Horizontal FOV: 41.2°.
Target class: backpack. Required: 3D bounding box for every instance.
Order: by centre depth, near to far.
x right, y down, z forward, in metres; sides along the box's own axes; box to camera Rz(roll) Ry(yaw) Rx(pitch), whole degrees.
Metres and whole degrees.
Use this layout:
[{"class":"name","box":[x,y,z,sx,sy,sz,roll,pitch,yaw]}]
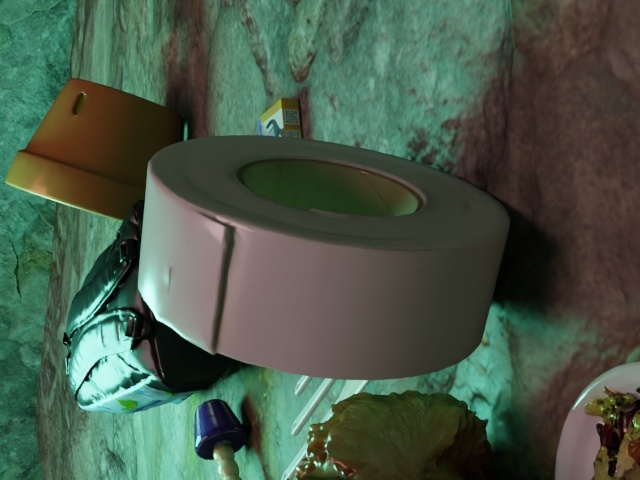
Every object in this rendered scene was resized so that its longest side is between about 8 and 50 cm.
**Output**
[{"class":"backpack","box":[-0.274,0.140,1.321,0.355,0.273,0.290,-31,63,36]}]

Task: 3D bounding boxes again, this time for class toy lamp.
[{"class":"toy lamp","box":[-0.115,0.341,1.160,0.275,0.080,0.080,65,145,36]}]

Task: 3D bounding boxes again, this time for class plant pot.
[{"class":"plant pot","box":[-0.365,-0.150,1.461,0.291,0.291,0.203,16,89,63]}]

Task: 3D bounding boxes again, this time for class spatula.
[{"class":"spatula","box":[0.019,0.128,0.847,0.168,0.019,0.242,-83,18,-50]}]

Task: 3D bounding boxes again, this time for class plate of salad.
[{"class":"plate of salad","box":[0.207,0.175,0.527,0.200,0.048,0.200,179,90,-65]}]

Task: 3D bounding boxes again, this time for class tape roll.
[{"class":"tape roll","box":[0.000,0.000,0.677,0.286,0.286,0.100,43,128,56]}]

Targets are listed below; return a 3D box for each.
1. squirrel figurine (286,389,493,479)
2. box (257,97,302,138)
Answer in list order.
[{"class":"squirrel figurine","box":[0.047,0.336,0.671,0.397,0.281,0.370,-76,-16,-53]},{"class":"box","box":[-0.049,-0.100,1.066,0.081,0.028,0.136,-25,66,61]}]
